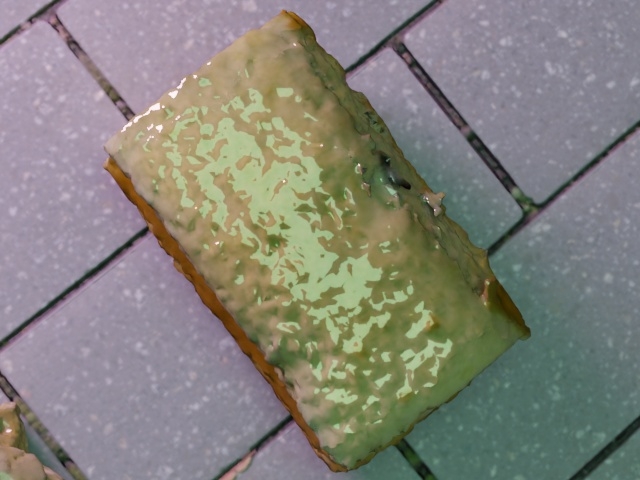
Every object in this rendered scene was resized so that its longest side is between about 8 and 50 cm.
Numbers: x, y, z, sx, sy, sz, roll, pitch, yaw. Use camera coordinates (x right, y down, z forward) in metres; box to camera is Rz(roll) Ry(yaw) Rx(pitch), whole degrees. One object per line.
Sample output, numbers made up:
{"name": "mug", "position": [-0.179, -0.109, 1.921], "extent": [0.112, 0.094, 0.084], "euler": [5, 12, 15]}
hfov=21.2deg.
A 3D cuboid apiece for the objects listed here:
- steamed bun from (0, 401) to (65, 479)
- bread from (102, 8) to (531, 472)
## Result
{"name": "steamed bun", "position": [-0.332, 0.268, 1.455], "extent": [0.292, 0.137, 0.295], "euler": [30, 79, -3]}
{"name": "bread", "position": [0.000, 0.000, 1.546], "extent": [0.236, 0.165, 0.375], "euler": [-36, 91, -10]}
